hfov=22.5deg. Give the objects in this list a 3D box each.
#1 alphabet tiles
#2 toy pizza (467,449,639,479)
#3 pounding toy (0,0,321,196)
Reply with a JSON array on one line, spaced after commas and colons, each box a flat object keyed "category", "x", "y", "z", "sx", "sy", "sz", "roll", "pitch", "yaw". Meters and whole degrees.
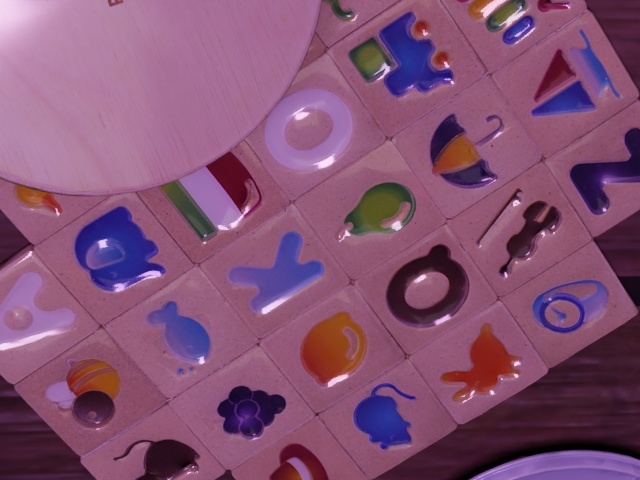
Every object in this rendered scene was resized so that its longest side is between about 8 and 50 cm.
[{"category": "alphabet tiles", "x": 0.000, "y": 0.000, "z": 0.803, "sx": 0.343, "sy": 0.011, "sz": 0.285, "roll": -33, "pitch": 119, "yaw": 8}, {"category": "toy pizza", "x": 0.127, "y": 0.197, "z": 0.922, "sx": 0.201, "sy": 0.032, "sz": 0.201, "roll": -4, "pitch": 120, "yaw": -8}, {"category": "pounding toy", "x": -0.094, "y": -0.143, "z": 0.664, "sx": 0.183, "sy": 0.110, "sz": 0.236, "roll": 9, "pitch": 101, "yaw": -17}]
